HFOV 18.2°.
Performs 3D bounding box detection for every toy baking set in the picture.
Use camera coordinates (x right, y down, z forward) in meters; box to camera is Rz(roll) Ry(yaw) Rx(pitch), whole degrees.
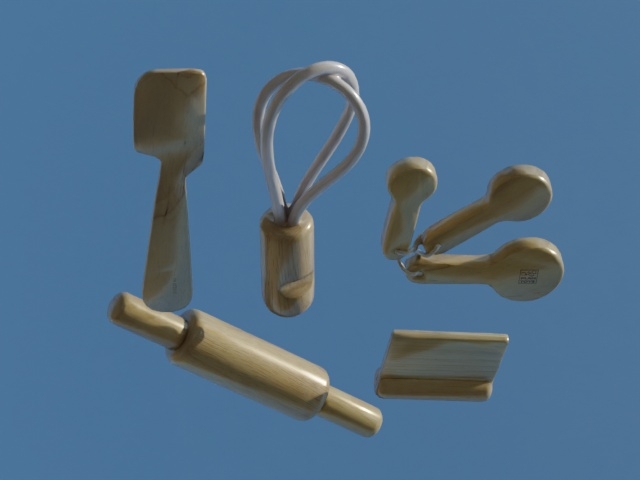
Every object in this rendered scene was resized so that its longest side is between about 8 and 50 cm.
[{"bbox_3d":[-0.003,0.005,0.944,0.197,0.256,0.030,-50,-150,32],"label":"toy baking set"}]
